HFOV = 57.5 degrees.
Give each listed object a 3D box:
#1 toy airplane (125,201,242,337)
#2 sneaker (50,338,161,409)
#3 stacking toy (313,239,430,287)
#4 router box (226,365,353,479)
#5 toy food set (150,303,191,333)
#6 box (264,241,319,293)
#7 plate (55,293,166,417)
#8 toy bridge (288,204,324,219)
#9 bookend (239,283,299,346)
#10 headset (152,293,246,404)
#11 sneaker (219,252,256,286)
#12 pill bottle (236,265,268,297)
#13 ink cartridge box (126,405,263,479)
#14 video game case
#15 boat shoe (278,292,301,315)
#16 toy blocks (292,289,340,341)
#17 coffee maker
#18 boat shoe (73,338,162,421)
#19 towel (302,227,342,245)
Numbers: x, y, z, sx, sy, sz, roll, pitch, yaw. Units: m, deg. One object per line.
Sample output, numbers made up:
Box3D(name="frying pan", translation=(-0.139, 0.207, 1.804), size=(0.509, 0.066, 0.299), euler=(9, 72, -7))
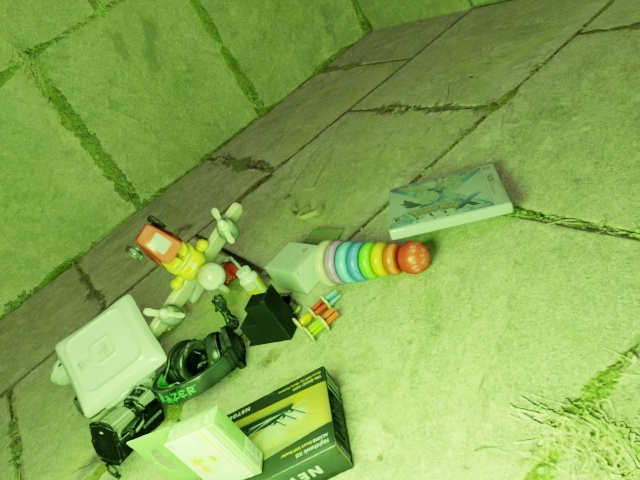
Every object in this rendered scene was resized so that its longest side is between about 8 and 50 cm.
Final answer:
Box3D(name="toy airplane", translation=(-0.392, 0.094, 1.842), size=(0.272, 0.386, 0.384), euler=(23, 30, 36))
Box3D(name="sneaker", translation=(-0.653, 0.428, 1.755), size=(0.366, 0.137, 0.210), euler=(-17, 57, 8))
Box3D(name="stacking toy", translation=(0.146, 0.054, 1.624), size=(0.330, 0.141, 0.141), euler=(-6, 37, 36))
Box3D(name="router box", translation=(-0.094, 0.443, 1.278), size=(0.309, 0.081, 0.243), euler=(-29, 27, 8))
Box3D(name="toy food set", translation=(-0.554, 0.299, 2.090), size=(0.192, 0.038, 0.132), euler=(-30, 28, -20))
Box3D(name="box", translation=(-0.071, 0.084, 1.848), size=(0.130, 0.091, 0.170), euler=(-45, 29, -24))
Box3D(name="plate", translation=(-0.627, 0.325, 1.706), size=(0.278, 0.045, 0.277), euler=(-37, 60, -7))
Box3D(name="toy bridge", translation=(-0.067, -0.106, 2.236), size=(0.188, 0.026, 0.063), euler=(3, 45, 51))
Box3D(name="bookend", translation=(-0.170, 0.216, 1.662), size=(0.157, 0.156, 0.072), euler=(-16, 31, 32))
Box3D(name="headset", translation=(-0.329, 0.304, 1.656), size=(0.243, 0.185, 0.394), euler=(-21, 12, 22))
Box3D(name="sneaker", translation=(-0.325, 0.125, 2.086), size=(0.279, 0.107, 0.118), euler=(8, 66, 58))
Box3D(name="pill bottle", translation=(-0.222, 0.139, 1.892), size=(0.065, 0.116, 0.065), euler=(-25, 27, 14))
Box3D(name="ink cartridge box", translation=(-0.259, 0.441, 1.185), size=(0.235, 0.171, 0.056), euler=(-26, 29, 16))
Box3D(name="video game case", translation=(0.360, -0.118, 1.677), size=(0.329, 0.036, 0.300), euler=(-14, 25, 13))
Box3D(name="boat shoe", translation=(-0.107, 0.182, 1.768), size=(0.056, 0.049, 0.152), euler=(-43, 28, -17))
Box3D(name="toy blocks", translation=(0.007, 0.201, 1.606), size=(0.148, 0.054, 0.123), euler=(-39, 26, -13))
Box3D(name="coffee maker", translation=(-0.522, 0.510, 1.582), size=(0.120, 0.171, 0.178), euler=(24, 28, 15))
Box3D(name="boat shoe", translation=(-0.656, 0.431, 1.903), size=(0.112, 0.095, 0.335), euler=(-1, 41, 47))
Box3D(name="towel", translation=(0.000, 0.000, 1.984), size=(0.148, 0.027, 0.110), euler=(1, 44, 47))
